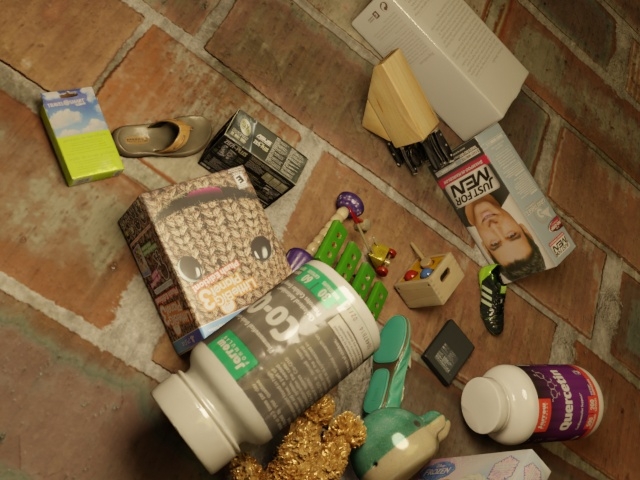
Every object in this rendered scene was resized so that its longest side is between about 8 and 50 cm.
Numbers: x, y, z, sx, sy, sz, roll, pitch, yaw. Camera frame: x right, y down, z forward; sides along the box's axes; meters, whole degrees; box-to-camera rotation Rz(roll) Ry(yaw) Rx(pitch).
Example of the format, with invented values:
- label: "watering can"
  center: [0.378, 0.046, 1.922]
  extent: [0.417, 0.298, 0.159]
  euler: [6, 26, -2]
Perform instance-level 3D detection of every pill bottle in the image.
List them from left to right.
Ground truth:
- label: "pill bottle"
  center: [-0.091, 0.213, 1.198]
  extent: [0.361, 0.204, 0.204]
  euler: [-37, 94, -18]
- label: "pill bottle"
  center: [0.492, 0.381, 1.640]
  extent: [0.322, 0.181, 0.182]
  euler: [5, 69, -31]

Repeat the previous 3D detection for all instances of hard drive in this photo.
- label: "hard drive"
  center: [0.304, 0.264, 1.664]
  extent: [0.094, 0.022, 0.135]
  euler: [50, 54, -6]

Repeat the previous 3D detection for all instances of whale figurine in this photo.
- label: "whale figurine"
  center: [0.164, 0.404, 1.432]
  extent: [0.141, 0.216, 0.272]
  euler: [49, 26, 22]

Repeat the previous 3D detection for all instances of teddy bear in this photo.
- label: "teddy bear"
  center: [-0.043, 0.436, 1.255]
  extent: [0.338, 0.113, 0.245]
  euler: [-42, 116, -20]

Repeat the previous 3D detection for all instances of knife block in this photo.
- label: "knife block"
  center: [0.230, -0.295, 1.705]
  extent: [0.242, 0.276, 0.088]
  euler: [30, 53, 16]

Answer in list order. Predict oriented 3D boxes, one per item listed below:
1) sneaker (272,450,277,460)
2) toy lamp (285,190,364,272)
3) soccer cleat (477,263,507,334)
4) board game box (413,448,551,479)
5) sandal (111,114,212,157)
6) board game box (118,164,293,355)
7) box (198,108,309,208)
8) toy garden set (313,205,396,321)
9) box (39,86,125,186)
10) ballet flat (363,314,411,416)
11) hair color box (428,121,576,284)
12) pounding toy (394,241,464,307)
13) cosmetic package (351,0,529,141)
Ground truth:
- label: "sneaker"
  center: [-0.040, 0.447, 1.367]
  extent: [0.135, 0.052, 0.058]
  euler: [48, 44, -17]
- label: "toy lamp"
  center: [0.000, 0.000, 1.543]
  extent: [0.080, 0.080, 0.275]
  euler: [48, 52, -8]
- label: "soccer cleat"
  center: [0.438, 0.145, 1.763]
  extent: [0.060, 0.072, 0.179]
  euler: [6, 69, -30]
- label: "board game box"
  center: [0.241, 0.545, 1.335]
  extent: [0.066, 0.318, 0.318]
  euler: [50, 53, -6]
- label: "sandal"
  center: [-0.316, -0.218, 1.434]
  extent: [0.219, 0.060, 0.090]
  euler: [-9, 77, -34]
- label: "board game box"
  center: [-0.211, 0.035, 1.354]
  extent: [0.232, 0.141, 0.291]
  euler: [-23, 85, -36]
- label: "box"
  center: [-0.142, -0.167, 1.471]
  extent: [0.180, 0.147, 0.078]
  euler: [34, 58, -16]
- label: "toy garden set"
  center: [0.076, 0.043, 1.545]
  extent: [0.244, 0.049, 0.204]
  euler: [55, 48, -34]
- label: "box"
  center: [-0.460, -0.201, 1.347]
  extent: [0.109, 0.042, 0.178]
  euler: [-18, 82, -36]
- label: "ballet flat"
  center: [0.156, 0.287, 1.539]
  extent: [0.087, 0.083, 0.247]
  euler: [47, 51, -39]
- label: "hair color box"
  center: [0.460, -0.088, 1.797]
  extent: [0.113, 0.185, 0.374]
  euler: [-34, 91, -37]
- label: "pounding toy"
  center: [0.249, 0.074, 1.649]
  extent: [0.141, 0.130, 0.100]
  euler: [-46, 111, -35]
- label: "cosmetic package"
  center: [0.328, -0.517, 1.893]
  extent: [0.453, 0.161, 0.230]
  euler: [44, 55, -11]
